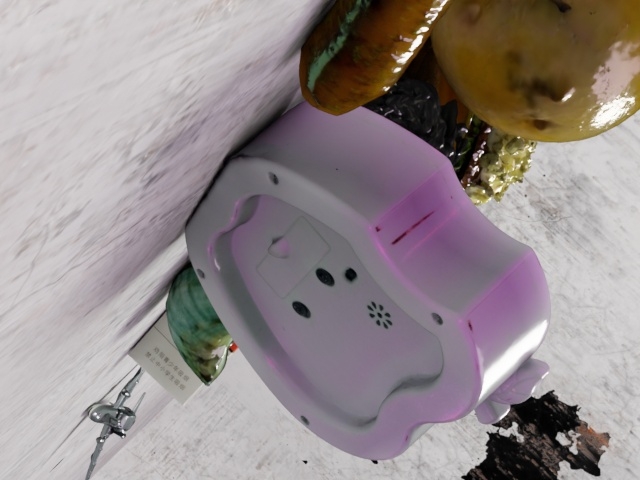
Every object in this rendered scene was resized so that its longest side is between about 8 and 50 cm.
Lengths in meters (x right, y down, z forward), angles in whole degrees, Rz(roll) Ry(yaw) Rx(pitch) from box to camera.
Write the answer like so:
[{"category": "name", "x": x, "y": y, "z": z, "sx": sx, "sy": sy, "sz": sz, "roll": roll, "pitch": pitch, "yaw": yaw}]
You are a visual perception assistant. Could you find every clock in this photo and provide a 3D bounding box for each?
[{"category": "clock", "x": 0.034, "y": 0.049, "z": 1.079, "sx": 0.102, "sy": 0.338, "sz": 0.338, "roll": -40, "pitch": 175, "yaw": -32}]

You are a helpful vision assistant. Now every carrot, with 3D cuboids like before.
[{"category": "carrot", "x": 0.059, "y": -0.176, "z": 0.815, "sx": 0.070, "sy": 0.070, "sz": 0.260, "roll": -45, "pitch": 175, "yaw": -43}]

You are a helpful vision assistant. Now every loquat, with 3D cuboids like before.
[{"category": "loquat", "x": 0.212, "y": -0.202, "z": 1.135, "sx": 0.244, "sy": 0.244, "sz": 0.244, "roll": -47, "pitch": 178, "yaw": -2}]

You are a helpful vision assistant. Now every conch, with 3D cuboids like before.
[{"category": "conch", "x": -0.089, "y": 0.065, "z": 1.392, "sx": 0.188, "sy": 0.122, "sz": 0.176, "roll": -33, "pitch": 158, "yaw": 1}]

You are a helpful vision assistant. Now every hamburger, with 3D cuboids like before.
[{"category": "hamburger", "x": 0.156, "y": -0.146, "z": 1.373, "sx": 0.243, "sy": 0.139, "sz": 0.261, "roll": 120, "pitch": -27, "yaw": -43}]

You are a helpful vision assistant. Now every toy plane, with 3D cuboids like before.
[{"category": "toy plane", "x": -0.301, "y": 0.256, "z": 1.839, "sx": 0.226, "sy": 0.058, "sz": 0.226, "roll": -62, "pitch": 179, "yaw": -5}]

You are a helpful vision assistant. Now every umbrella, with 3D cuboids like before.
[{"category": "umbrella", "x": 0.039, "y": -0.091, "z": 1.240, "sx": 0.154, "sy": 0.128, "sz": 0.336, "roll": -18, "pitch": -175, "yaw": -14}]

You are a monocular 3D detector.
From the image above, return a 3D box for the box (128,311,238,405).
[{"category": "box", "x": -0.158, "y": 0.122, "z": 1.589, "sx": 0.152, "sy": 0.100, "sz": 0.048, "roll": -47, "pitch": -179, "yaw": 14}]
